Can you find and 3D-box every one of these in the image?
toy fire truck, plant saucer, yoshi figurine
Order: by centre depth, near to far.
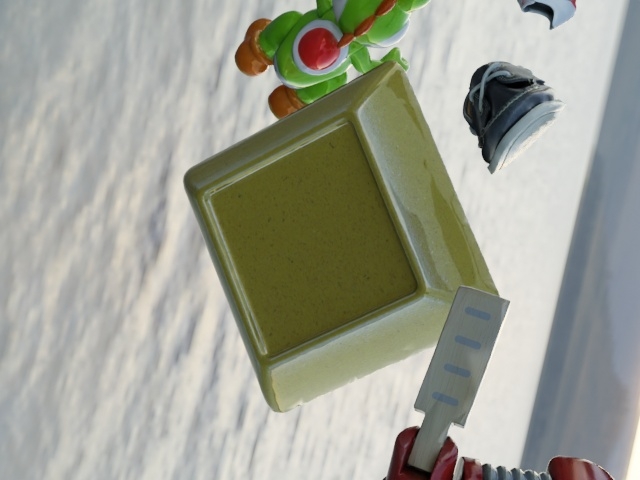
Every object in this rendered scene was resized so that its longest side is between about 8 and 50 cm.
[{"bbox_3d":[0.139,0.184,1.096,0.158,0.217,0.246,-84,-177,-60],"label":"toy fire truck"},{"bbox_3d":[0.000,0.000,1.678,0.081,0.333,0.332,-1,67,-63],"label":"plant saucer"},{"bbox_3d":[0.049,-0.326,2.064,0.362,0.204,0.203,-28,-120,46],"label":"yoshi figurine"}]

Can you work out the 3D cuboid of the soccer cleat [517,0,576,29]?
[{"bbox_3d":[0.158,-0.193,1.084,0.035,0.083,0.029,-46,169,-18],"label":"soccer cleat"}]

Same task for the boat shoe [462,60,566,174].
[{"bbox_3d":[0.151,-0.108,1.181,0.084,0.079,0.233,-43,-179,10],"label":"boat shoe"}]
